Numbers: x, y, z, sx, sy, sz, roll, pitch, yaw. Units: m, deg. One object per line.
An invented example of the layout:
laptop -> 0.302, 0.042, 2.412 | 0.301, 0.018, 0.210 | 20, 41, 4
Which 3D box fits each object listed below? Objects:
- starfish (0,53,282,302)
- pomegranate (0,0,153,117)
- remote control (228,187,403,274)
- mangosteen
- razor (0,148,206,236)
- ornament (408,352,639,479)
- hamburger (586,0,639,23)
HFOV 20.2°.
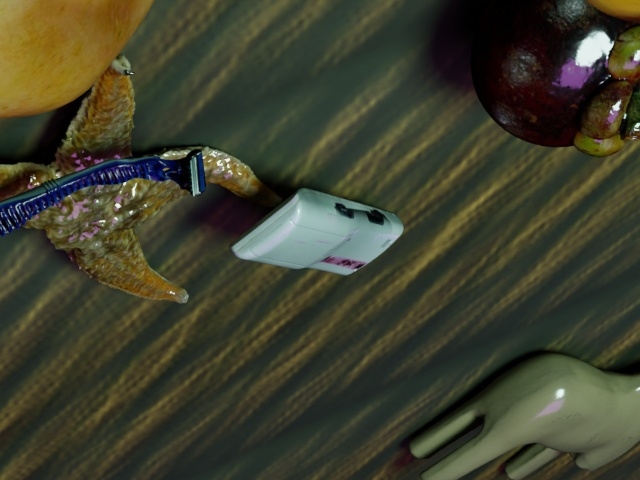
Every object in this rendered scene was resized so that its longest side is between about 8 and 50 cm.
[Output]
starfish -> -0.119, -0.034, 1.144 | 0.138, 0.050, 0.247 | -31, 151, 13
pomegranate -> -0.173, -0.147, 0.824 | 0.209, 0.209, 0.209 | -14, 145, -10
remote control -> 0.000, 0.000, 1.226 | 0.065, 0.029, 0.166 | -39, 158, 18
mangosteen -> 0.161, -0.108, 1.107 | 0.140, 0.140, 0.140 | -14, 145, -10
razor -> -0.145, -0.027, 1.068 | 0.154, 0.028, 0.044 | -17, 151, -8
ornament -> 0.236, 0.150, 1.559 | 0.245, 0.061, 0.230 | -37, 144, 27
hamburger -> 0.213, -0.221, 0.901 | 0.276, 0.237, 0.276 | -14, 147, -9
